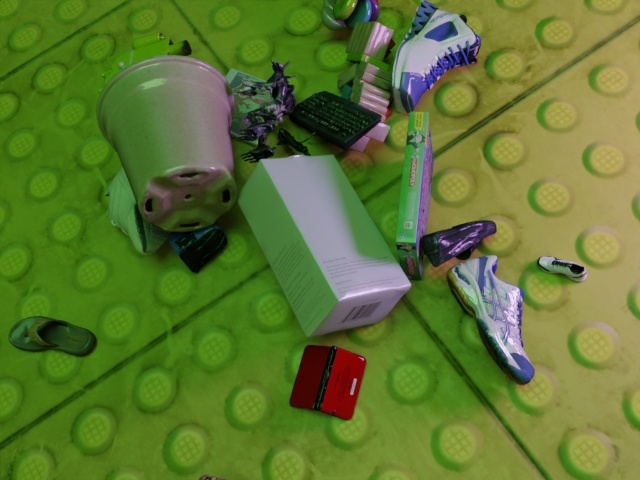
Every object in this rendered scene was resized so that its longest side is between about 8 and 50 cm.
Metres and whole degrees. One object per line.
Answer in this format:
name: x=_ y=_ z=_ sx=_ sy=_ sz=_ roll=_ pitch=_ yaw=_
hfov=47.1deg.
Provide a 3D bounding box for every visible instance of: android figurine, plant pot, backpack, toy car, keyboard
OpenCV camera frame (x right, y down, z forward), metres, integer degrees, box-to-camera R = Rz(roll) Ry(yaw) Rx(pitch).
android figurine: x=-0.484 y=-0.462 z=2.006 sx=0.273 sy=0.056 sz=0.248 roll=-11 pitch=57 yaw=18
plant pot: x=-0.331 y=-0.202 z=1.705 sx=0.334 sy=0.333 sz=0.305 roll=-21 pitch=55 yaw=1
backpack: x=-0.294 y=-0.005 z=1.761 sx=0.120 sy=0.098 sz=0.101 roll=-37 pitch=60 yaw=-6
toy car: x=0.093 y=-0.629 z=1.958 sx=0.136 sy=0.159 sz=0.182 roll=31 pitch=33 yaw=-18
keyboard: x=-0.001 y=-0.280 z=1.786 sx=0.201 sy=0.033 sz=0.317 roll=-41 pitch=34 yaw=-8

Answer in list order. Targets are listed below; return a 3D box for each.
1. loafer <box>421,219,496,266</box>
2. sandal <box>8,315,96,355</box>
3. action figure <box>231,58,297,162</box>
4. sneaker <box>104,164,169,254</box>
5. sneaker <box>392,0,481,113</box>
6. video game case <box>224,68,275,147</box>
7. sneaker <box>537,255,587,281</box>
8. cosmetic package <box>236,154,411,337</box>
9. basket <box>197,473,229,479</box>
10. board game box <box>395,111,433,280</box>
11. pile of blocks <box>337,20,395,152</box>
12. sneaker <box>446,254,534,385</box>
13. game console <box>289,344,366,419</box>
loafer: x=0.310 y=0.005 z=1.617 sx=0.223 sy=0.076 sz=0.078 roll=-16 pitch=91 yaw=-38
sandal: x=-0.642 y=0.225 z=1.740 sx=0.220 sy=0.060 sz=0.089 roll=10 pitch=68 yaw=15
action figure: x=-0.141 y=-0.330 z=1.795 sx=0.141 sy=0.164 sz=0.275 roll=2 pitch=52 yaw=15
sneaker: x=-0.457 y=-0.063 z=1.812 sx=0.129 sy=0.111 sz=0.297 roll=-44 pitch=45 yaw=19
sneaker: x=0.301 y=-0.467 z=1.846 sx=0.182 sy=0.127 sz=0.315 roll=14 pitch=67 yaw=19
video game case: x=-0.201 y=-0.354 z=1.947 sx=0.201 sy=0.023 sz=0.183 roll=24 pitch=72 yaw=20
sneaker: x=0.529 y=0.055 z=1.606 sx=0.109 sy=0.043 sz=0.040 roll=17 pitch=72 yaw=19
cosmetic package: x=0.000 y=0.000 z=1.615 sx=0.217 sy=0.156 sz=0.385 roll=-7 pitch=56 yaw=-37
basket: x=-0.174 y=0.620 z=1.382 sx=0.223 sy=0.213 sz=0.299 roll=19 pitch=70 yaw=19
board game box: x=0.213 y=-0.096 z=1.642 sx=0.046 sy=0.213 sz=0.317 roll=4 pitch=67 yaw=12
pile of blocks: x=0.125 y=-0.382 z=1.868 sx=0.113 sy=0.149 sz=0.362 roll=16 pitch=74 yaw=-29
sneaker: x=0.386 y=0.156 z=1.549 sx=0.131 sy=0.112 sz=0.296 roll=-26 pitch=64 yaw=-2
game console: x=0.017 y=0.308 z=1.603 sx=0.124 sy=0.085 sz=0.144 roll=22 pitch=69 yaw=-14
